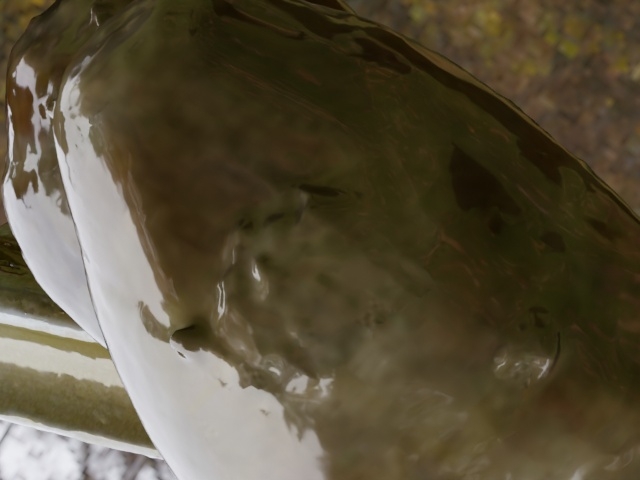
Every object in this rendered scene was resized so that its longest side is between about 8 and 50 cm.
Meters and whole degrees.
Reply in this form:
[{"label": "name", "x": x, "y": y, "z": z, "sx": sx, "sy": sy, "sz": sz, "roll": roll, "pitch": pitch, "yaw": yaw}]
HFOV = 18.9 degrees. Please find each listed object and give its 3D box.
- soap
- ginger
[{"label": "soap", "x": -0.026, "y": 0.038, "z": 0.910, "sx": 0.274, "sy": 0.089, "sz": 0.173, "roll": 10, "pitch": -153, "yaw": 28}, {"label": "ginger", "x": 0.000, "y": 0.000, "z": 0.616, "sx": 0.244, "sy": 0.155, "sz": 0.304, "roll": 36, "pitch": -170, "yaw": -28}]
